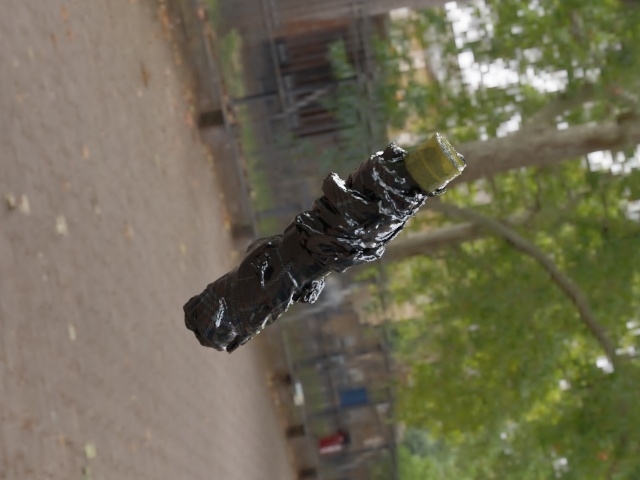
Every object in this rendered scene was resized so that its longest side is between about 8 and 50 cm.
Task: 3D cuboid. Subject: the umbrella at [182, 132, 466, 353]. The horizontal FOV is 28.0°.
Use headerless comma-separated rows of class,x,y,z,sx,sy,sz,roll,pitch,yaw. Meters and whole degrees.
umbrella,0.000,0.000,0.563,0.040,0.144,0.037,41,23,-31
